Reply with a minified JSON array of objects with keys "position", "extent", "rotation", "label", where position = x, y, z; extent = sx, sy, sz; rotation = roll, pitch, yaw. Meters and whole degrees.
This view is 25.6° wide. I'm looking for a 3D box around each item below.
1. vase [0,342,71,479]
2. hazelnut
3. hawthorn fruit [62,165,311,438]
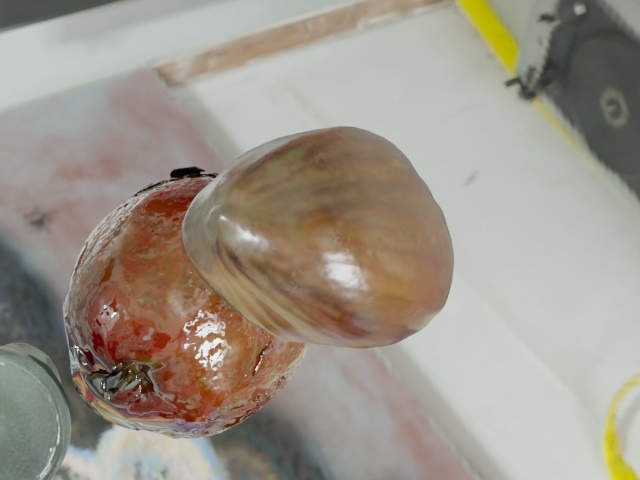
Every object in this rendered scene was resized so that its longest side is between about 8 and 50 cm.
[{"position":[-0.188,0.098,0.835],"extent":[0.214,0.086,0.086],"rotation":[-176,67,-82],"label":"vase"},{"position":[0.002,-0.010,1.129],"extent":[0.210,0.186,0.210],"rotation":[36,157,18],"label":"hazelnut"},{"position":[-0.147,0.077,1.574],"extent":[0.316,0.316,0.316],"rotation":[47,148,42],"label":"hawthorn fruit"}]
